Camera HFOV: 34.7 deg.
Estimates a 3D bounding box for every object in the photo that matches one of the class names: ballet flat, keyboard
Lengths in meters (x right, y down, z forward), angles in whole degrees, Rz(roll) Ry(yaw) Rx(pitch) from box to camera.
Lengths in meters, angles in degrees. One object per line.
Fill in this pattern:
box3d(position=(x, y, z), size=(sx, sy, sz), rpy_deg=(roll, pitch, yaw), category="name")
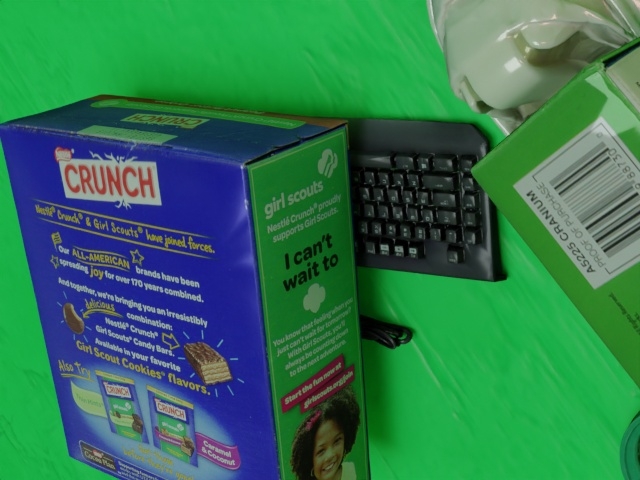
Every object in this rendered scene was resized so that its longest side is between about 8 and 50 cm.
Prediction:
box3d(position=(0.154, -0.071, 0.571), size=(0.400, 0.139, 0.139), rpy_deg=(56, 134, 8), category="ballet flat")
box3d(position=(0.000, 0.000, 0.818), size=(0.317, 0.033, 0.202), rpy_deg=(6, 116, 38), category="keyboard")

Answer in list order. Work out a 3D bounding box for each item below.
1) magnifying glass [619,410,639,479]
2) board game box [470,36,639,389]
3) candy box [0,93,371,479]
box3d(position=(0.271, 0.103, 0.656), size=(0.092, 0.026, 0.231), rpy_deg=(38, 132, 19), category="magnifying glass")
box3d(position=(0.231, -0.003, 0.431), size=(0.242, 0.316, 0.064), rpy_deg=(53, 134, 5), category="board game box")
box3d(position=(-0.105, 0.053, 0.825), size=(0.268, 0.122, 0.317), rpy_deg=(12, 119, 36), category="candy box")
